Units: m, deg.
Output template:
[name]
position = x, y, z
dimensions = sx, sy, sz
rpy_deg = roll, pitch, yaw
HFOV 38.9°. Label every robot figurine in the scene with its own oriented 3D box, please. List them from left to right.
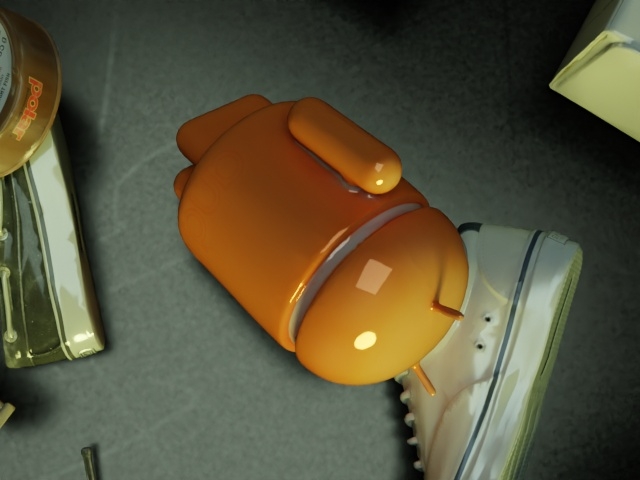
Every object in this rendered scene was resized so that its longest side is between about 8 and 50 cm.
[robot figurine]
position = 0.000, 0.001, 0.562
dimensions = 0.219, 0.128, 0.158
rpy_deg = 43, 105, 25

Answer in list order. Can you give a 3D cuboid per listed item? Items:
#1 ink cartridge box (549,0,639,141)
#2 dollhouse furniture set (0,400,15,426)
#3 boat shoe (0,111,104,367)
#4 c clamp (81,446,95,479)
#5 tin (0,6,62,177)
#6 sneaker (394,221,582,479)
[ink cartridge box]
position = 0.327, -0.188, 0.640
dimensions = 0.211, 0.121, 0.289
rpy_deg = 31, 80, -1
[dollhouse furniture set]
position = -0.274, 0.033, 0.567
dimensions = 0.182, 0.161, 0.101
rpy_deg = 47, 56, -22
[boat shoe]
position = -0.196, -0.027, 0.588
dimensions = 0.070, 0.078, 0.219
rpy_deg = -12, 85, -8
[c clamp]
position = -0.207, 0.222, 0.581
dimensions = 0.161, 0.022, 0.137
rpy_deg = -16, 89, -9
[tin]
position = -0.240, -0.108, 0.569
dimensions = 0.190, 0.040, 0.106
rpy_deg = 25, 89, 30
[sneaker]
position = 0.094, 0.112, 0.602
dimensions = 0.091, 0.094, 0.258
rpy_deg = 16, 82, 26
